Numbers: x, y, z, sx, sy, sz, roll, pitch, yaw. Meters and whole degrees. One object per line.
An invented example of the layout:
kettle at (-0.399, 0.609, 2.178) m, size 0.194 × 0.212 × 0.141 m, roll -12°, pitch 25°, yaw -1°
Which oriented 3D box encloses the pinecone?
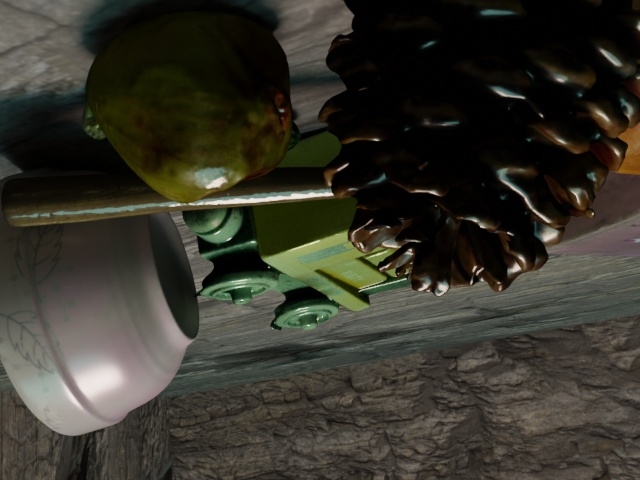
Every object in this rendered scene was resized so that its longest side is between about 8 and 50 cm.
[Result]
pinecone at (0.106, -0.093, 0.521) m, size 0.224 × 0.272 × 0.224 m, roll 22°, pitch 176°, yaw 2°

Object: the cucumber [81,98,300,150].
cucumber at (-0.109, -0.108, 0.709) m, size 0.215 × 0.052 × 0.058 m, roll 3°, pitch -172°, yaw -32°

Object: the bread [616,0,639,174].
bread at (0.326, -0.144, 0.616) m, size 0.179 × 0.133 × 0.250 m, roll 11°, pitch 155°, yaw -35°

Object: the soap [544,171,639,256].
soap at (0.469, -0.059, 1.000) m, size 0.296 × 0.107 × 0.285 m, roll 2°, pitch 164°, yaw -22°

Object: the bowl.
bowl at (-0.222, 0.049, 0.803) m, size 0.144 × 0.286 × 0.287 m, roll -16°, pitch 163°, yaw 2°

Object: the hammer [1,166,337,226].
hammer at (-0.061, -0.047, 0.689) m, size 0.440 × 0.044 × 0.168 m, roll -4°, pitch -156°, yaw -3°

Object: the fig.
fig at (-0.103, -0.110, 0.596) m, size 0.166 × 0.154 × 0.144 m, roll 24°, pitch 180°, yaw 4°

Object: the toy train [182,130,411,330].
toy train at (0.000, 0.000, 0.945) m, size 0.253 × 0.160 × 0.397 m, roll -18°, pitch 160°, yaw 15°
